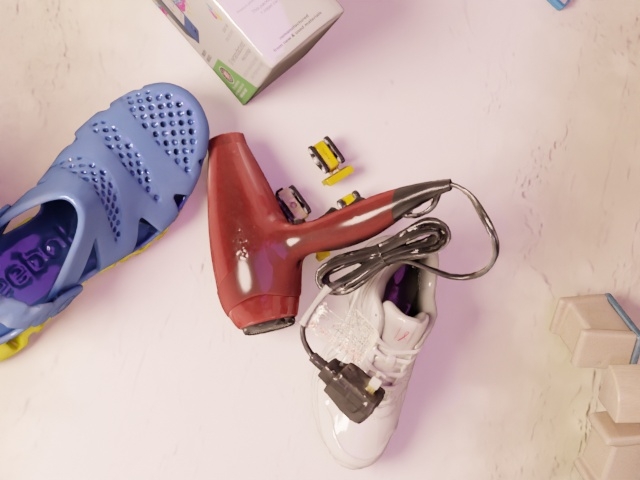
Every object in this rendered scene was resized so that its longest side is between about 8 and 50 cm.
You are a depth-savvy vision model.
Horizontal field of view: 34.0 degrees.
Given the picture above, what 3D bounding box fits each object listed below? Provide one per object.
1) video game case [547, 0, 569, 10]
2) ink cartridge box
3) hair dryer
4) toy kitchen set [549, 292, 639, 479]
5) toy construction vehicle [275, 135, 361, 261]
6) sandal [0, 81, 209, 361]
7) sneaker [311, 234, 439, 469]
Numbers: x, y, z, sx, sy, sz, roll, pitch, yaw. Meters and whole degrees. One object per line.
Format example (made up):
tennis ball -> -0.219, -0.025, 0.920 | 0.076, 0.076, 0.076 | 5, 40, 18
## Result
video game case -> 0.233, -0.347, 1.137 | 0.166, 0.015, 0.119 | 41, 76, -7
ink cartridge box -> -0.096, -0.245, 0.962 | 0.093, 0.154, 0.212 | -41, 96, -14
hair dryer -> 0.000, 0.000, 0.955 | 0.293, 0.080, 0.224 | 36, 95, 19
toy kitchen set -> 0.301, 0.184, 1.068 | 0.122, 0.166, 0.207 | 2, 119, -14
toy construction vehicle -> 0.001, -0.039, 1.029 | 0.086, 0.035, 0.098 | -36, 85, -17
sandal -> -0.212, -0.019, 0.914 | 0.126, 0.138, 0.317 | 41, 73, -5
sneaker -> 0.056, 0.100, 0.981 | 0.090, 0.115, 0.232 | 15, 80, -13
